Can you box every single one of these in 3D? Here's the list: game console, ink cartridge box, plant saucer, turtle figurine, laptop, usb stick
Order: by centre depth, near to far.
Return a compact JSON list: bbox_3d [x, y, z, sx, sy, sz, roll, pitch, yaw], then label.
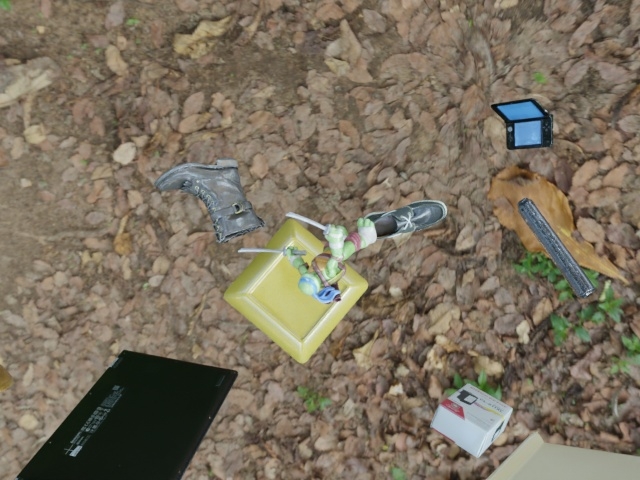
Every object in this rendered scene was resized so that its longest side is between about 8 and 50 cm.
[{"bbox_3d":[-0.403,0.423,1.078,0.408,0.382,0.236,6,121,13],"label":"laptop"},{"bbox_3d":[0.453,-0.260,1.290,0.122,0.071,0.107,8,103,56],"label":"game console"},{"bbox_3d":[0.364,0.424,1.368,0.128,0.175,0.072,26,110,31],"label":"ink cartridge box"},{"bbox_3d":[0.570,0.017,1.388,0.045,0.077,0.278,-34,73,16],"label":"usb stick"},{"bbox_3d":[0.000,0.000,1.410,0.275,0.266,0.197,39,129,15],"label":"turtle figurine"},{"bbox_3d":[-0.070,0.152,1.743,0.333,0.081,0.332,40,83,-1],"label":"plant saucer"}]

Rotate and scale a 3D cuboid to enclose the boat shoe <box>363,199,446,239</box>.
[{"bbox_3d":[0.226,-0.050,1.544,0.233,0.079,0.084,-12,107,15],"label":"boat shoe"}]

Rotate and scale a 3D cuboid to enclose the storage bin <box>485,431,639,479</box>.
[{"bbox_3d":[0.153,0.299,0.334,0.123,0.260,0.262,-13,101,55],"label":"storage bin"}]

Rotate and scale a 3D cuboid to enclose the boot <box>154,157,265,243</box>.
[{"bbox_3d":[-0.301,-0.100,1.568,0.263,0.091,0.228,-15,81,-19],"label":"boot"}]

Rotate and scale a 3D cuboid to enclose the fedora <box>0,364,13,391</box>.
[{"bbox_3d":[-0.559,0.211,0.838,0.194,0.194,0.079,23,86,9],"label":"fedora"}]
